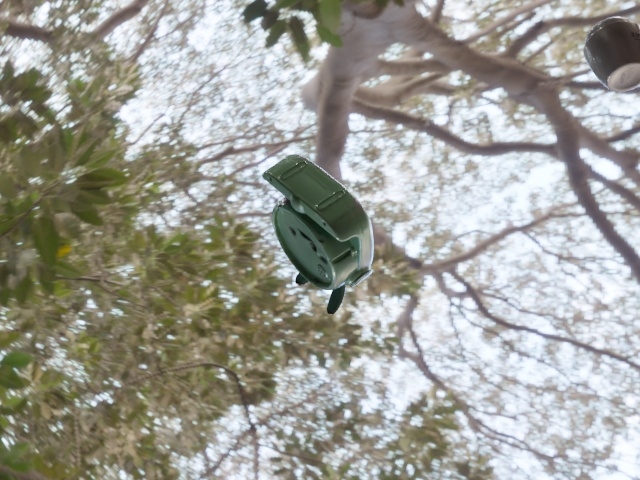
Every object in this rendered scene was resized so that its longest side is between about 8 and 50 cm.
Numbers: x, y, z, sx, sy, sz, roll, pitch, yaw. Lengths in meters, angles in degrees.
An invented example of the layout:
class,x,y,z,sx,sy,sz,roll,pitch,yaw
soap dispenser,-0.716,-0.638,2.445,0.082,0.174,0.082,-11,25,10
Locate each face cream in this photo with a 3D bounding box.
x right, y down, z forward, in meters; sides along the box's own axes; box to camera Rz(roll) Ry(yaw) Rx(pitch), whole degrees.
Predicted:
class,x,y,z,sx,sy,sz,roll,pitch,yaw
face cream,0.443,-0.277,1.479,0.091,0.091,0.095,6,-127,-24

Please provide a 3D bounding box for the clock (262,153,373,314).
class,x,y,z,sx,sy,sz,roll,pitch,yaw
clock,0.000,0.000,0.824,0.041,0.101,0.135,-35,-38,-23
